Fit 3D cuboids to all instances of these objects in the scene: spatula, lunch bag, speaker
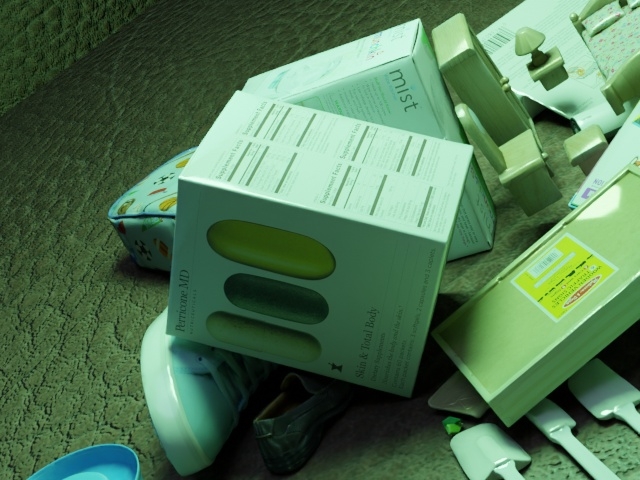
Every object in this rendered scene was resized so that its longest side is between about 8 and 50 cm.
[{"bbox_3d":[0.221,0.188,1.005,0.168,0.019,0.242,-23,25,-8],"label":"spatula"},{"bbox_3d":[-0.144,-0.055,1.712,0.243,0.115,0.303,-39,27,-31],"label":"lunch bag"},{"bbox_3d":[0.381,-0.157,1.477,0.136,0.055,0.055,-24,25,2],"label":"speaker"}]

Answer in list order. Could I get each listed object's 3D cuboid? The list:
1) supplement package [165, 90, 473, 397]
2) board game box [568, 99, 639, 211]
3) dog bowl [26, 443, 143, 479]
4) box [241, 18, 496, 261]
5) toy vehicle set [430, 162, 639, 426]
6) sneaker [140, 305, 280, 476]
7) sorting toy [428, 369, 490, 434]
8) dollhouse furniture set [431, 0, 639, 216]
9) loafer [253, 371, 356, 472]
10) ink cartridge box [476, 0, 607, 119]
[{"bbox_3d":[0.000,0.000,1.236,0.262,0.199,0.198,14,35,7],"label":"supplement package"},{"bbox_3d":[0.425,-0.123,1.208,0.317,0.064,0.242,-55,29,-3],"label":"board game box"},{"bbox_3d":[-0.239,0.314,1.121,0.165,0.074,0.297,-21,25,11],"label":"dog bowl"},{"bbox_3d":[0.055,-0.092,1.413,0.231,0.262,0.127,-18,26,18],"label":"box"},{"bbox_3d":[0.238,0.044,1.128,0.267,0.035,0.166,-40,23,2],"label":"toy vehicle set"},{"bbox_3d":[-0.093,0.107,1.315,0.150,0.135,0.366,-22,26,15],"label":"sneaker"},{"bbox_3d":[0.135,0.157,1.147,0.062,0.012,0.083,9,38,44],"label":"sorting toy"},{"bbox_3d":[0.324,-0.243,1.368,0.355,0.174,0.303,-31,26,18],"label":"dollhouse furniture set"},{"bbox_3d":[-0.013,0.159,1.224,0.062,0.061,0.170,-10,29,33],"label":"loafer"},{"bbox_3d":[0.375,-0.260,1.677,0.296,0.066,0.261,-37,52,-23],"label":"ink cartridge box"}]
